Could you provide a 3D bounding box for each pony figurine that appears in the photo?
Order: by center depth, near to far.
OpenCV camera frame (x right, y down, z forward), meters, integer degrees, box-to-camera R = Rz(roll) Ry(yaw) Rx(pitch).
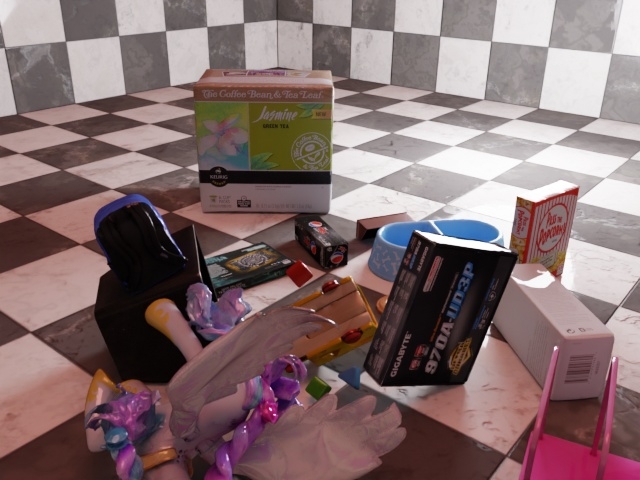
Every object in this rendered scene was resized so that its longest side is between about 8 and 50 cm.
[{"bbox_3d":[-0.120,0.199,0.736,0.351,0.303,0.363,-36,35,-2],"label":"pony figurine"}]

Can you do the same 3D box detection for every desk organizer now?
[{"bbox_3d":[0.150,-0.027,1.435,0.130,0.047,0.050,-9,29,-21],"label":"desk organizer"}]

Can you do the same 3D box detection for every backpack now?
[{"bbox_3d":[-0.265,-0.003,0.889,0.098,0.120,0.101,-33,29,-14],"label":"backpack"}]

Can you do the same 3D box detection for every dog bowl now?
[{"bbox_3d":[0.246,0.016,1.314,0.297,0.074,0.166,-4,25,-10],"label":"dog bowl"}]

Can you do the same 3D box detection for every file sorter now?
[{"bbox_3d":[0.369,0.254,0.672,0.290,0.182,0.202,12,28,23],"label":"file sorter"}]

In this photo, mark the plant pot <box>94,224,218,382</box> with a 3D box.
[{"bbox_3d":[-0.246,0.113,0.984,0.166,0.188,0.187,-17,28,-6],"label":"plant pot"}]

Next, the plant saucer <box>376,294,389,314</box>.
[{"bbox_3d":[0.145,0.120,1.156,0.083,0.013,0.083,0,25,0],"label":"plant saucer"}]

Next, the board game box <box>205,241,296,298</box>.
[{"bbox_3d":[-0.160,0.056,1.270,0.186,0.026,0.126,-17,30,-33],"label":"board game box"}]

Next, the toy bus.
[{"bbox_3d":[-0.005,0.146,0.985,0.202,0.191,0.104,16,-16,23],"label":"toy bus"}]

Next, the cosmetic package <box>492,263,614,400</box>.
[{"bbox_3d":[0.360,0.137,1.006,0.085,0.117,0.231,-2,26,-7],"label":"cosmetic package"}]

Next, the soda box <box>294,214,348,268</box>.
[{"bbox_3d":[0.000,0.000,1.363,0.060,0.053,0.169,-9,27,-22],"label":"soda box"}]

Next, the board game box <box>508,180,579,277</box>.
[{"bbox_3d":[0.428,-0.007,1.225,0.146,0.194,0.045,-18,31,-34],"label":"board game box"}]

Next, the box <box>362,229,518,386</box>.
[{"bbox_3d":[0.173,0.102,0.901,0.175,0.220,0.051,8,18,-35],"label":"box"}]

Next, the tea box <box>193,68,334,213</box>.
[{"bbox_3d":[-0.135,-0.254,1.591,0.328,0.324,0.220,0,25,-1],"label":"tea box"}]
